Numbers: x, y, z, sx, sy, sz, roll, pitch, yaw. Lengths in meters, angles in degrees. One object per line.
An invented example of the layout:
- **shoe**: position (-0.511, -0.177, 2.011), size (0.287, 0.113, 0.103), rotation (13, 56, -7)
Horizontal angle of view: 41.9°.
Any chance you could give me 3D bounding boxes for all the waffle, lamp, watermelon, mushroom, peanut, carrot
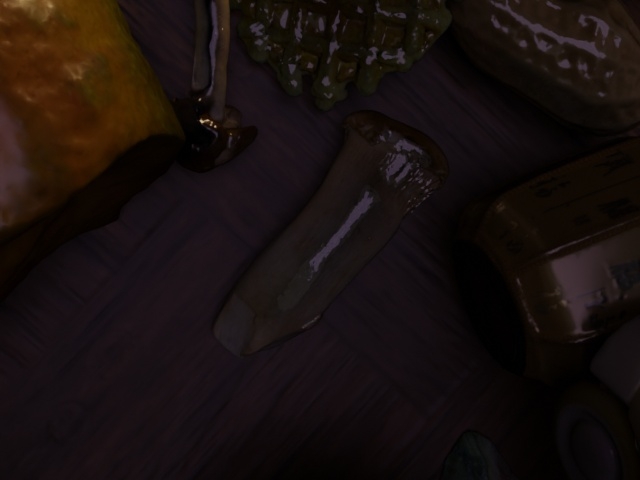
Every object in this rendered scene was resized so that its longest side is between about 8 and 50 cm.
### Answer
- **waffle**: position (0.007, -0.190, 0.571), size (0.169, 0.036, 0.183), rotation (-39, 84, 18)
- **lamp**: position (0.196, 0.012, 0.577), size (0.185, 0.161, 0.161), rotation (-22, 96, -10)
- **watermelon**: position (0.132, 0.239, 0.634), size (0.094, 0.081, 0.180), rotation (-18, 102, -32)
- **mushroom**: position (0.000, 0.000, 0.595), size (0.084, 0.071, 0.209), rotation (40, 91, -2)
- **peanut**: position (0.159, -0.145, 0.593), size (0.194, 0.093, 0.083), rotation (35, 58, -9)
- **mushroom**: position (-0.077, -0.140, 0.576), size (0.061, 0.060, 0.187), rotation (-3, 98, -52)
- **carrot**: position (-0.234, -0.105, 0.471), size (0.241, 0.241, 0.341), rotation (-30, 99, -5)

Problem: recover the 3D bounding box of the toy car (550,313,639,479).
- **toy car**: position (0.284, 0.206, 0.506), size (0.242, 0.226, 0.336), rotation (-12, 119, -22)
